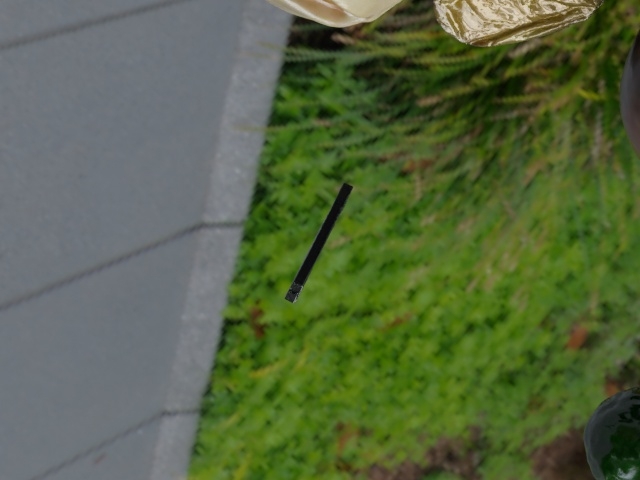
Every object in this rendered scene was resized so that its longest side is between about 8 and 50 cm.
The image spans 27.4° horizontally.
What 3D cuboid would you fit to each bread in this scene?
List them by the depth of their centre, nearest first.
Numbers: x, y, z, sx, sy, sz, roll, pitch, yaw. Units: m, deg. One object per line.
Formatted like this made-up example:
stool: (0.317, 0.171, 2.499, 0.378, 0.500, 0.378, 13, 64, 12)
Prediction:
bread: (0.218, -0.297, 1.457, 0.190, 0.114, 0.132, -17, 144, 28)

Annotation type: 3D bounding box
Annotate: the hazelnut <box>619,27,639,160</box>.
hazelnut: (0.469, -0.171, 1.269, 0.372, 0.315, 0.372, -21, 133, -25)

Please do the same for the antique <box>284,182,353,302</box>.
antique: (0.000, 0.000, 1.520, 0.031, 0.015, 0.192, -61, -178, 44)

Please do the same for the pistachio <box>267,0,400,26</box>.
pistachio: (-0.010, -0.325, 1.325, 0.299, 0.187, 0.187, 27, 102, -42)

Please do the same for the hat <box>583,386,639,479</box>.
hat: (0.481, 0.249, 1.461, 0.400, 0.285, 0.285, -22, 167, 31)
